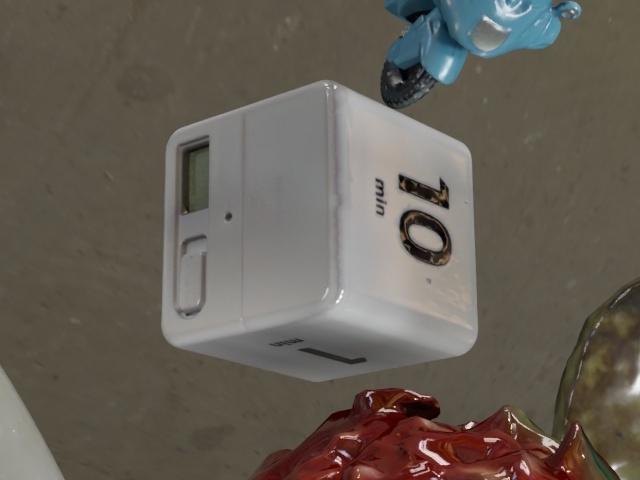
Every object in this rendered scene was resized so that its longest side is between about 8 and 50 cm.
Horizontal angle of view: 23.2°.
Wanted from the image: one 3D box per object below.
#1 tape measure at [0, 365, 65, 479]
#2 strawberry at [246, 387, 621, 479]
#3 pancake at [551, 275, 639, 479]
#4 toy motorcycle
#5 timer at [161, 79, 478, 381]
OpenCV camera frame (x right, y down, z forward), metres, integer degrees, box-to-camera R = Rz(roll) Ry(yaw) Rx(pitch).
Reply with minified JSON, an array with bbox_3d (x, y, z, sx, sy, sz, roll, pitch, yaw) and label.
[{"bbox_3d":[-0.205,0.119,0.595,0.265,0.258,0.130,13,41,25],"label":"tape measure"},{"bbox_3d":[0.023,0.251,0.602,0.345,0.317,0.295,-40,42,-3],"label":"strawberry"},{"bbox_3d":[0.246,0.135,0.818,0.294,0.049,0.295,0,86,-5],"label":"pancake"},{"bbox_3d":[0.121,-0.233,1.170,0.123,0.182,0.272,27,62,-28],"label":"toy motorcycle"},{"bbox_3d":[0.000,0.000,1.298,0.194,0.195,0.193,-15,67,38],"label":"timer"}]
